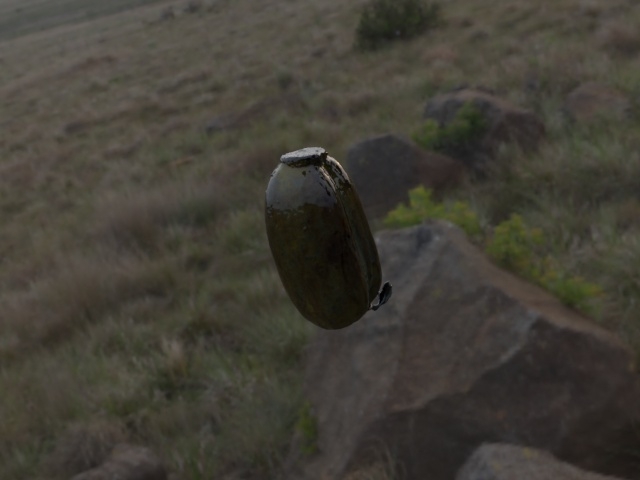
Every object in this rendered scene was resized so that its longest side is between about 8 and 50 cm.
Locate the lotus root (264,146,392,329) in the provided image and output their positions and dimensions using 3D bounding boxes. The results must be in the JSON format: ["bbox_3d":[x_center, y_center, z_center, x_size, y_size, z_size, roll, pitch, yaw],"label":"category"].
[{"bbox_3d":[0.000,0.000,1.295,0.123,0.241,0.124,-10,21,24],"label":"lotus root"}]
